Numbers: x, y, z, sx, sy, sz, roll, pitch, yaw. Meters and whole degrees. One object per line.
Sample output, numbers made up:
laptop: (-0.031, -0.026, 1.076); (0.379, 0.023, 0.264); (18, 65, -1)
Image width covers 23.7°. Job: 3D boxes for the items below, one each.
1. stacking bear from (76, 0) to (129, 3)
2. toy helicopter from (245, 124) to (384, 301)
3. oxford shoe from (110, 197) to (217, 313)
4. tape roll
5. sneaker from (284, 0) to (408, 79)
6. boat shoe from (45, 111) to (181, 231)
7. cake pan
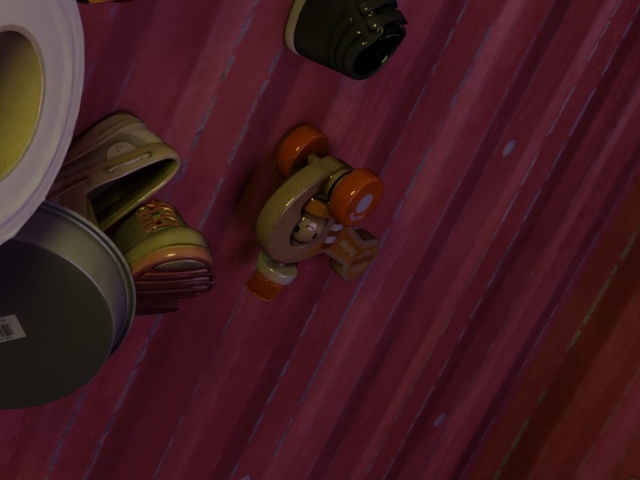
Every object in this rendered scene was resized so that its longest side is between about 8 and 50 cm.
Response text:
stacking bear: (-0.231, -0.325, 1.388); (0.289, 0.175, 0.164); (58, 46, -54)
toy helicopter: (0.000, 0.000, 2.206); (0.235, 0.140, 0.355); (-50, 155, 0)
oxford shoe: (-0.202, 0.010, 1.790); (0.123, 0.130, 0.348); (0, 171, -19)
tape roll: (-0.327, -0.129, 1.365); (0.286, 0.100, 0.286); (16, 90, -71)
sneaker: (0.057, -0.332, 1.883); (0.104, 0.147, 0.295); (-20, 138, -44)
boat shoe: (-0.292, -0.028, 1.749); (0.302, 0.098, 0.109); (-40, 150, -23)
cake pan: (-0.346, 0.076, 1.639); (0.293, 0.054, 0.293); (-2, 130, -3)
